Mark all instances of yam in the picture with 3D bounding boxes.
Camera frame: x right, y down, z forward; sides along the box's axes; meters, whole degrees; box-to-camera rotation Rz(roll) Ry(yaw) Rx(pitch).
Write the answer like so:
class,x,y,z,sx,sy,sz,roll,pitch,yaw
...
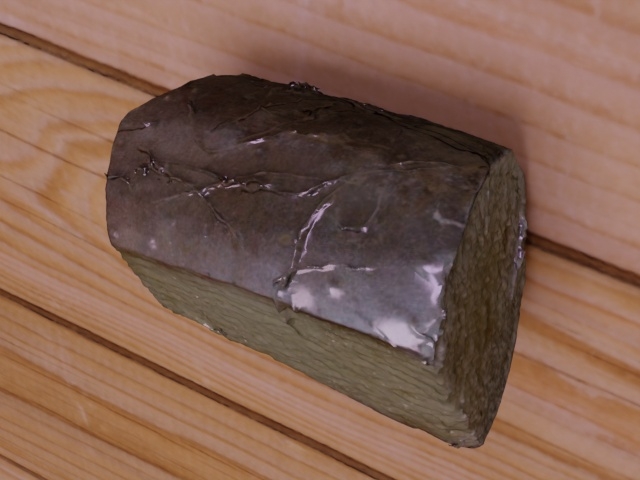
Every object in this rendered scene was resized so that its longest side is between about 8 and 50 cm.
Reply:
class,x,y,z,sx,sy,sz,roll,pitch,yaw
yam,0.001,-0.005,0.730,0.271,0.201,0.202,12,152,21
